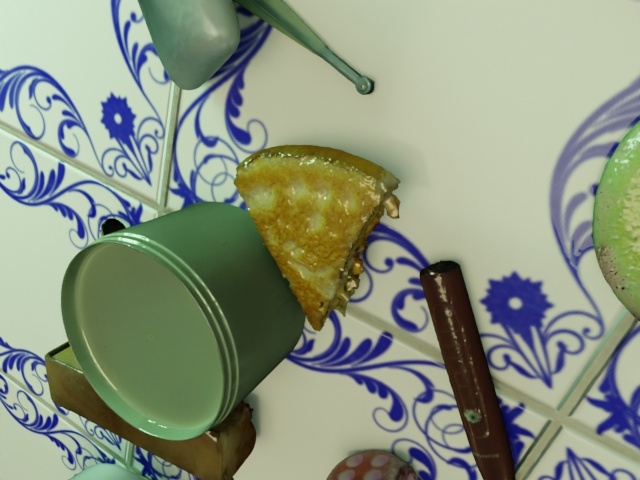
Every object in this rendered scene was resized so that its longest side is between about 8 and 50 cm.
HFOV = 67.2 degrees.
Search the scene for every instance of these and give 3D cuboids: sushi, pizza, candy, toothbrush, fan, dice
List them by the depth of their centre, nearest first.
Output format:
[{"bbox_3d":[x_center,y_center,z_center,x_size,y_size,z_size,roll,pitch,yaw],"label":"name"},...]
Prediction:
[{"bbox_3d":[-0.134,-0.241,0.447,0.138,0.071,0.174,-3,109,60],"label":"candy"},{"bbox_3d":[-0.024,-0.199,0.448,0.193,0.016,0.038,41,119,9],"label":"fan"},{"bbox_3d":[0.164,0.191,0.478,0.040,0.041,0.364,-12,102,30],"label":"toothbrush"},{"bbox_3d":[0.000,0.000,0.485,0.188,0.062,0.199,16,121,35],"label":"pizza"},{"bbox_3d":[0.060,0.302,0.540,0.094,0.093,0.091,-17,99,30],"label":"dice"},{"bbox_3d":[-0.261,0.010,0.641,0.046,0.044,0.083,-29,92,54],"label":"sushi"}]

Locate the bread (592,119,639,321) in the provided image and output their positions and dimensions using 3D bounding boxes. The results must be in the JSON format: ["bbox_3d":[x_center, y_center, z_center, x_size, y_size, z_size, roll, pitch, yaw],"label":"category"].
[{"bbox_3d":[0.314,-0.013,0.329,0.228,0.033,0.229,8,111,23],"label":"bread"}]

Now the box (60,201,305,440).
[{"bbox_3d":[-0.150,0.082,0.537,0.226,0.149,0.226,10,112,25],"label":"box"}]

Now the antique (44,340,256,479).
[{"bbox_3d":[-0.230,0.217,0.659,0.309,0.093,0.087,14,114,23],"label":"antique"}]

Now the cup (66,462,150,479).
[{"bbox_3d":[-0.332,0.504,0.775,0.347,0.163,0.347,9,111,24],"label":"cup"}]
